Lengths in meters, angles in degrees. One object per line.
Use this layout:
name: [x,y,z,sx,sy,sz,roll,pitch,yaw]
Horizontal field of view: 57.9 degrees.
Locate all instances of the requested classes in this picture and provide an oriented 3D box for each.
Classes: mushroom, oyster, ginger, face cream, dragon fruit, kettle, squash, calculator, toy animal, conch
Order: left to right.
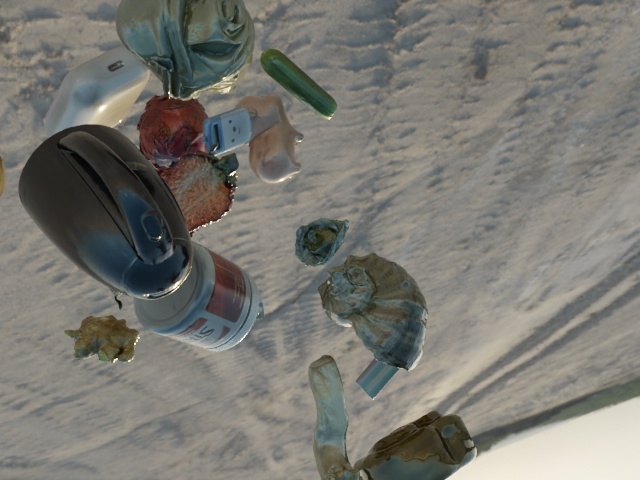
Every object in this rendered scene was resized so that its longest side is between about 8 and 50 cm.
ginger: [-0.655,0.295,1.730,0.216,0.157,0.102,12,138,-9]
kettle: [-0.319,-0.043,0.905,0.207,0.290,0.268,-33,150,-26]
dragon fruit: [-0.558,-0.413,2.217,0.295,0.302,0.296,4,153,2]
face cream: [-0.261,0.120,1.228,0.201,0.201,0.187,-29,147,17]
calculator: [-0.294,-0.342,1.819,0.210,0.039,0.121,-33,128,-45]
toy animal: [-0.197,-0.365,2.068,0.269,0.327,0.237,9,158,-30]
squash: [-0.053,-0.385,1.421,0.228,0.066,0.066,37,130,-13]
oyster: [0.000,-0.001,0.985,0.037,0.100,0.098,5,104,-48]
mushroom: [0.017,0.276,0.879,0.059,0.202,0.054,4,165,-38]
conch: [0.127,0.123,1.115,0.291,0.210,0.159,26,100,-36]

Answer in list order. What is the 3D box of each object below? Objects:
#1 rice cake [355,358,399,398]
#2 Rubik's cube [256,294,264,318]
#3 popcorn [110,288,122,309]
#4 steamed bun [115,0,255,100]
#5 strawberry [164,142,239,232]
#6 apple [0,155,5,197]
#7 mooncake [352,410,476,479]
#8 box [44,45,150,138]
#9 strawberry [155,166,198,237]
rice cake: [0.191,0.353,1.666,0.222,0.080,0.042,-52,173,13]
Rubik's cube: [-0.184,0.168,1.431,0.073,0.075,0.084,-14,177,-38]
popcorn: [-0.476,0.035,1.355,0.174,0.195,0.168,-52,163,-4]
steamed bun: [-0.191,-0.338,0.930,0.144,0.211,0.218,-16,121,43]
strawberry: [-0.320,-0.121,1.516,0.286,0.188,0.106,-47,-179,-1]
apple: [-0.858,-0.165,1.307,0.256,0.234,0.257,-22,149,-14]
mooncake: [0.163,0.410,1.081,0.234,0.117,0.235,-24,162,-8]
box: [-0.667,-0.425,1.731,0.349,0.141,0.289,-31,-165,48]
strawberry: [-0.452,-0.114,1.721,0.233,0.234,0.178,-17,-168,-11]
